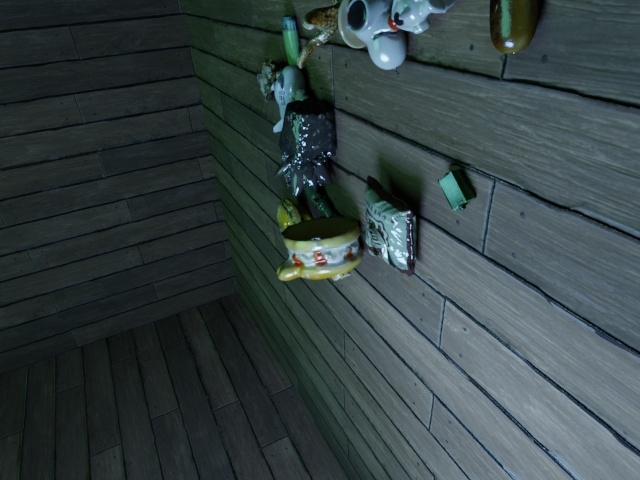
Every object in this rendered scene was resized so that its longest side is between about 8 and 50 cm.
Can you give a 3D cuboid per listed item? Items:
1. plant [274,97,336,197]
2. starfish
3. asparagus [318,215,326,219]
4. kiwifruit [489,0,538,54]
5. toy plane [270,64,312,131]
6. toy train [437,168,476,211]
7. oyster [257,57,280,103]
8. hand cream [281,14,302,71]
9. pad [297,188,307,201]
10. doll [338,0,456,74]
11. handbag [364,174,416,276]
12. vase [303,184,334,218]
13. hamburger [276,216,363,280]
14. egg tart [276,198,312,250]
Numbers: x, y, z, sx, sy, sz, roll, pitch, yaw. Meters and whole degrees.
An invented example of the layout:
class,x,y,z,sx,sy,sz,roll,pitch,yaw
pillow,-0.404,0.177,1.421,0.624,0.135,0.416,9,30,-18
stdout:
class,x,y,z,sx,sy,sz,roll,pitch,yaw
plant,-0.052,-0.305,1.491,0.182,0.193,0.321,-126,31,-46
starfish,0.039,-0.604,1.100,0.375,0.094,0.327,-56,14,23
asparagus,-0.001,0.001,1.764,0.085,0.082,0.343,30,149,5
kiwifruit,0.317,-0.371,0.719,0.075,0.075,0.125,25,125,62
toy plane,-0.113,-0.506,1.584,0.252,0.118,0.252,46,145,47
toy train,0.306,-0.115,0.986,0.093,0.038,0.056,67,155,13
oyster,-0.200,-0.638,1.741,0.345,0.078,0.129,178,82,-76
hand cream,-0.098,-0.680,1.513,0.095,0.045,0.175,40,150,46
pad,-0.094,-0.242,1.893,0.112,0.003,0.157,16,121,65
doll,0.156,-0.504,0.948,0.208,0.144,0.271,50,160,0
handbag,0.187,-0.035,1.213,0.213,0.127,0.235,43,146,47
vase,-0.005,-0.160,1.668,0.211,0.059,0.060,58,154,30
hamburger,-0.006,0.041,1.499,0.261,0.302,0.187,-147,48,-66
egg tart,-0.102,-0.051,1.903,0.288,0.118,0.289,48,148,44
